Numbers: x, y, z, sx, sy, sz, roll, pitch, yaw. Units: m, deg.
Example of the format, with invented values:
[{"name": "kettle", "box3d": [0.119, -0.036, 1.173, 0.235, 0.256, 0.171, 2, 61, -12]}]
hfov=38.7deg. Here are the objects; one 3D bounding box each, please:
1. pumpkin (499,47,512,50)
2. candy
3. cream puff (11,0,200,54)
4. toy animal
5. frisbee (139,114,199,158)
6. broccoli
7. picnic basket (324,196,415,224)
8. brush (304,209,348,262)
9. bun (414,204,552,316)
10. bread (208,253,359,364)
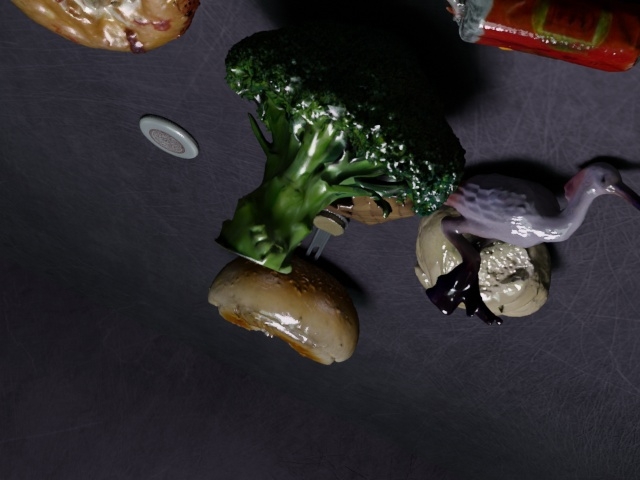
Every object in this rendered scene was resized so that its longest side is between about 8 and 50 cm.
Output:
[{"name": "pumpkin", "box3d": [0.206, -0.206, 0.887, 0.083, 0.028, 0.050, 15, 156, 6]}, {"name": "candy", "box3d": [0.209, -0.195, 0.818, 0.292, 0.059, 0.086, 13, -174, 4]}, {"name": "cream puff", "box3d": [-0.232, -0.306, 0.967, 0.240, 0.163, 0.240, 3, 155, 1]}, {"name": "toy animal", "box3d": [0.254, -0.029, 1.135, 0.090, 0.195, 0.324, -2, 151, -45]}, {"name": "frisbee", "box3d": [-0.252, -0.170, 1.514, 0.110, 0.014, 0.110, 22, 159, 9]}, {"name": "broccoli", "box3d": [0.015, -0.096, 1.013, 0.298, 0.297, 0.297, 28, -178, -1]}, {"name": "picnic basket", "box3d": [0.035, -0.095, 1.202, 0.179, 0.128, 0.138, 18, 163, -32]}, {"name": "brush", "box3d": [0.000, 0.000, 1.605, 0.062, 0.027, 0.266, 27, 159, 0]}, {"name": "bun", "box3d": [0.227, 0.042, 1.323, 0.210, 0.116, 0.237, 15, 157, 25]}, {"name": "bread", "box3d": [-0.076, 0.105, 1.726, 0.314, 0.171, 0.192, 22, 167, 18]}]
